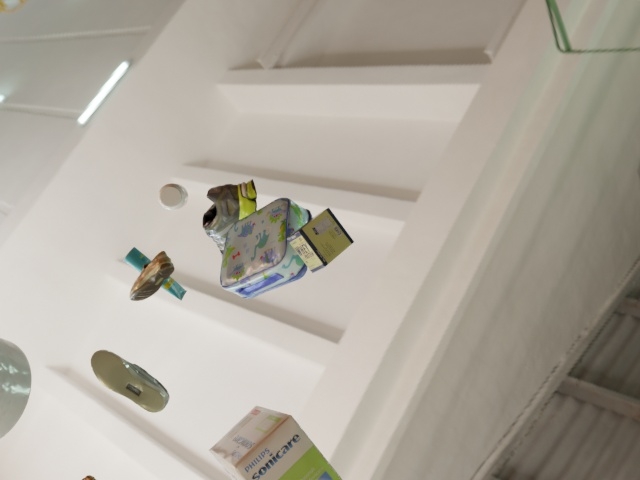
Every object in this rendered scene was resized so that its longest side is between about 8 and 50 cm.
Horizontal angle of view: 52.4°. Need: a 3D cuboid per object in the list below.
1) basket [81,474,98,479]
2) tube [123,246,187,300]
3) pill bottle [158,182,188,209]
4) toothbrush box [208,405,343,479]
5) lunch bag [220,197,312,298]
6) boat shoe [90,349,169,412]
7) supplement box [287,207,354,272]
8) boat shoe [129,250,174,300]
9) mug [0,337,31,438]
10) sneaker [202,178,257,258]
[{"bbox_3d":[-0.360,0.572,1.035,0.213,0.299,0.223,-45,-174,40],"label":"basket"},{"bbox_3d":[-0.489,0.103,1.935,0.052,0.207,0.080,-47,-170,18],"label":"tube"},{"bbox_3d":[-0.468,-0.138,2.063,0.086,0.086,0.152,-45,-172,-1],"label":"pill bottle"},{"bbox_3d":[-0.036,0.424,1.072,0.122,0.283,0.206,-41,-175,-22],"label":"toothbrush box"},{"bbox_3d":[-0.116,0.023,1.376,0.219,0.090,0.176,-26,-131,37],"label":"lunch bag"},{"bbox_3d":[-0.485,0.359,1.668,0.227,0.081,0.079,36,-89,3],"label":"boat shoe"},{"bbox_3d":[0.000,0.000,1.212,0.083,0.083,0.056,-39,-176,-30],"label":"supplement box"},{"bbox_3d":[-0.473,0.097,1.809,0.190,0.068,0.072,-39,-117,27],"label":"boat shoe"},{"bbox_3d":[-0.933,0.333,1.502,0.374,0.328,0.276,-12,-114,11],"label":"mug"},{"bbox_3d":[-0.226,-0.023,1.578,0.121,0.300,0.111,3,-143,-11],"label":"sneaker"}]
